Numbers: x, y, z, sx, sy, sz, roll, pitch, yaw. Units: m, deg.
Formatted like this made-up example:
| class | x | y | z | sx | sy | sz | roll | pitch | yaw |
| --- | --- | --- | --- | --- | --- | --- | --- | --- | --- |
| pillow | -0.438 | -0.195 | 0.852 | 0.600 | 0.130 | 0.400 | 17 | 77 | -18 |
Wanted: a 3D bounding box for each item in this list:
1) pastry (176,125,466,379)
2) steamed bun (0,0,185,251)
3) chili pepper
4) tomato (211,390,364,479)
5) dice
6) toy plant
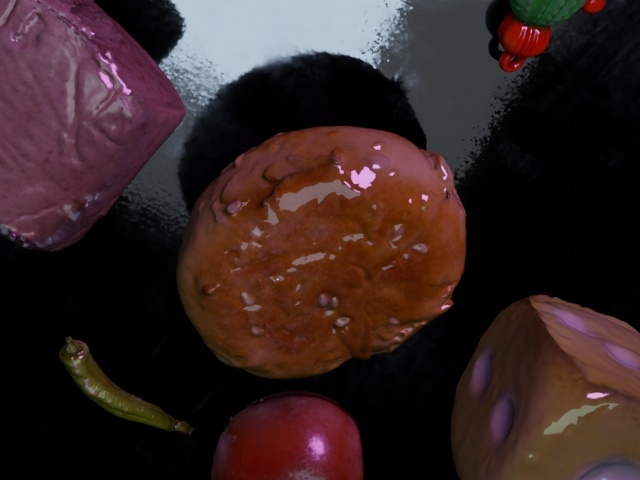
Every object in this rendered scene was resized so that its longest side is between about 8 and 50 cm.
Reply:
| class | x | y | z | sx | sy | sz | roll | pitch | yaw |
| --- | --- | --- | --- | --- | --- | --- | --- | --- | --- |
| pastry | 0.000 | 0.000 | 1.248 | 0.315 | 0.184 | 0.284 | -25 | 123 | 5 |
| steamed bun | -0.297 | -0.156 | 1.131 | 0.301 | 0.199 | 0.251 | 40 | 110 | -6 |
| chili pepper | -0.245 | 0.186 | 1.396 | 0.208 | 0.043 | 0.049 | 44 | 79 | -28 |
| tomato | -0.039 | 0.310 | 1.441 | 0.199 | 0.112 | 0.228 | -10 | 114 | 0 |
| dice | 0.304 | 0.219 | 1.366 | 0.238 | 0.233 | 0.227 | 19 | 114 | -14 |
| toy plant | 0.256 | -0.284 | 1.185 | 0.154 | 0.088 | 0.240 | -23 | 143 | -12 |
